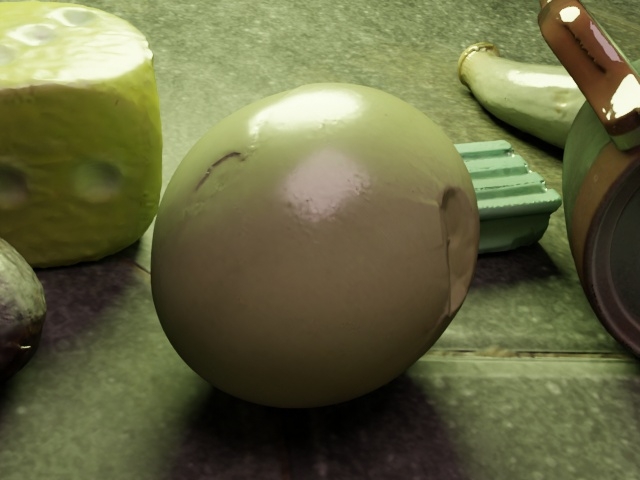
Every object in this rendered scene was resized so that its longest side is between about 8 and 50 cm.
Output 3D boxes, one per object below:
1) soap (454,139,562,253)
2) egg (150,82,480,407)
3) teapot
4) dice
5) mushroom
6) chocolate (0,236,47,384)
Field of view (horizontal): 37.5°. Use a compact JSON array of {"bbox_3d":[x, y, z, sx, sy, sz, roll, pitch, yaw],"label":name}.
[{"bbox_3d":[0.113,-0.037,0.889,0.198,0.063,0.115,-6,39,-22],"label":"soap"},{"bbox_3d":[0.000,0.000,0.669,0.219,0.219,0.269,20,37,14],"label":"egg"},{"bbox_3d":[0.297,-0.085,0.830,0.315,0.233,0.312,46,21,-17],"label":"teapot"},{"bbox_3d":[-0.228,-0.091,0.780,0.169,0.169,0.166,-5,38,-22],"label":"dice"},{"bbox_3d":[0.267,-0.166,1.088,0.270,0.103,0.118,24,36,28],"label":"mushroom"},{"bbox_3d":[-0.277,-0.005,0.640,0.248,0.110,0.110,51,41,-1],"label":"chocolate"}]
